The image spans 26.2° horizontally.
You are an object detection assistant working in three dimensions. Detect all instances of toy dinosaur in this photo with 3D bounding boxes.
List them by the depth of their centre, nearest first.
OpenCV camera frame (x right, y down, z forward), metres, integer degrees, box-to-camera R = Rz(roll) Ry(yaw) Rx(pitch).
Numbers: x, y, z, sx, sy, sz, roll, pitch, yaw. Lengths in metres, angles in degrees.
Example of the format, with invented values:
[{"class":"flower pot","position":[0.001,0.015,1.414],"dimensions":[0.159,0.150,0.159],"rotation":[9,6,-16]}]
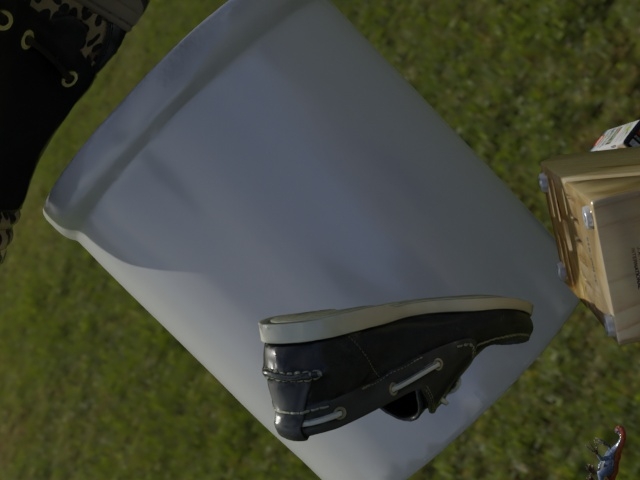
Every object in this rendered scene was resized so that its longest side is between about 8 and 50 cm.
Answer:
[{"class":"toy dinosaur","position":[0.373,0.277,1.761],"dimensions":[0.082,0.090,0.047],"rotation":[-46,7,32]}]

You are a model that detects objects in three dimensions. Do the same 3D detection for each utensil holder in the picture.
[{"class":"utensil holder","position":[0.000,0.000,1.245],"dimensions":[0.327,0.385,0.327],"rotation":[-44,-1,-1]}]

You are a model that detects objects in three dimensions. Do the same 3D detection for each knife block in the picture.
[{"class":"knife block","position":[0.272,-0.017,0.825],"dimensions":[0.275,0.242,0.088],"rotation":[-91,-11,-81]}]

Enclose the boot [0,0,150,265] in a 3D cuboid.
[{"class":"boot","position":[-0.332,-0.138,1.075],"dimensions":[0.138,0.377,0.284],"rotation":[32,100,37]}]

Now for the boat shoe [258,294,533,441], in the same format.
[{"class":"boat shoe","position":[0.055,0.076,0.886],"dimensions":[0.084,0.233,0.079],"rotation":[-10,87,45]}]

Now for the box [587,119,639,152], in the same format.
[{"class":"box","position":[0.410,-0.053,1.575],"dimensions":[0.036,0.207,0.114],"rotation":[-51,6,-7]}]
